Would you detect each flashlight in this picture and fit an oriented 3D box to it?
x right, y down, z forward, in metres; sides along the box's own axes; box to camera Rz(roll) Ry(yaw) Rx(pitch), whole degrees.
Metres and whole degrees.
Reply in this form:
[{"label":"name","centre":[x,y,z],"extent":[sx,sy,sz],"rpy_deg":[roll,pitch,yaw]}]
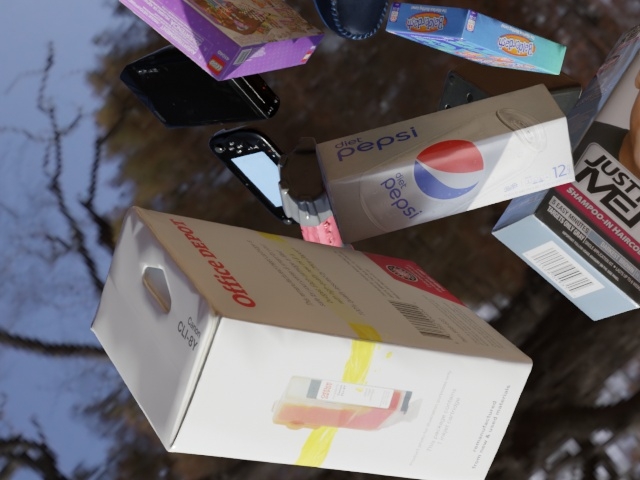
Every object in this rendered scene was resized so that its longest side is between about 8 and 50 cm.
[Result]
[{"label":"flashlight","centre":[0.000,0.000,1.965],"extent":[0.103,0.103,0.304],"rpy_deg":[39,162,25]}]

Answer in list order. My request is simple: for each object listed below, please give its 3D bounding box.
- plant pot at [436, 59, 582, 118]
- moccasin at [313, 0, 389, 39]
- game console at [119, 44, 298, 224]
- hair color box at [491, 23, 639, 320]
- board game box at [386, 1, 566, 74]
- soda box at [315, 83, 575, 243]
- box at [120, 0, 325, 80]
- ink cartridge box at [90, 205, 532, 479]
[{"label":"plant pot","centre":[0.300,-0.216,2.583],"extent":[0.167,0.187,0.188],"rpy_deg":[-10,-144,-38]},{"label":"moccasin","centre":[0.053,-0.407,1.869],"extent":[0.137,0.342,0.117],"rpy_deg":[-12,-152,-25]},{"label":"game console","centre":[-0.106,-0.141,2.113],"extent":[0.361,0.213,0.044],"rpy_deg":[46,-121,-34]},{"label":"hair color box","centre":[0.404,-0.101,1.965],"extent":[0.185,0.113,0.374],"rpy_deg":[40,-114,-10]},{"label":"board game box","centre":[0.224,-0.290,2.179],"extent":[0.210,0.047,0.160],"rpy_deg":[12,-177,-40]},{"label":"soda box","centre":[0.145,-0.091,1.772],"extent":[0.098,0.286,0.091],"rpy_deg":[-106,1,-58]},{"label":"box","centre":[-0.132,-0.296,1.946],"extent":[0.201,0.057,0.293],"rpy_deg":[40,-159,10]},{"label":"ink cartridge box","centre":[-0.018,0.112,1.621],"extent":[0.384,0.160,0.279],"rpy_deg":[12,-162,-31]}]
